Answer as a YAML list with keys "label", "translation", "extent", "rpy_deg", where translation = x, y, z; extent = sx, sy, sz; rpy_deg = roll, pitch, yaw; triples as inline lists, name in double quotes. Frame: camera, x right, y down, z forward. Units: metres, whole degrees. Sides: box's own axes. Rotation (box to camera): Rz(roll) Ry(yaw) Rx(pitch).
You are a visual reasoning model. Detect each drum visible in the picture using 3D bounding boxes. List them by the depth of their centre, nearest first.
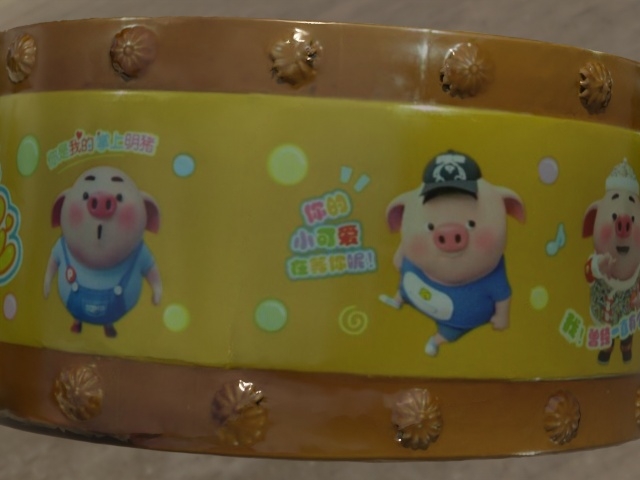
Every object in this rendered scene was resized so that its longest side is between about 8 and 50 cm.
- label: "drum"
  translation: [0.000, 0.000, 0.898]
  extent: [0.431, 0.214, 0.431]
  rpy_deg: [2, -1, 0]
